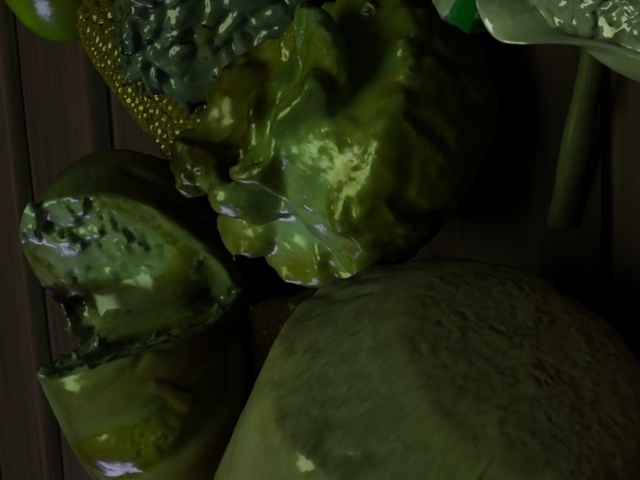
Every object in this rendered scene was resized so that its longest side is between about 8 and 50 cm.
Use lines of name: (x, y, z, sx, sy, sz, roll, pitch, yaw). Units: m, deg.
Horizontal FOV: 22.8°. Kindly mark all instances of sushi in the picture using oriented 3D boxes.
sushi: (-0.074, -0.219, 1.163, 0.184, 0.139, 0.274, -95, 18, -45)

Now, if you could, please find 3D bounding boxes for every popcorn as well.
popcorn: (0.017, -0.070, 1.055, 0.221, 0.183, 0.204, -35, 29, 47)

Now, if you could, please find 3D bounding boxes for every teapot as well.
teapot: (0.192, -0.145, 0.803, 0.226, 0.092, 0.145, -5, 124, 40)

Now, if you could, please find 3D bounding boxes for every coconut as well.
coconut: (0.075, 0.180, 0.979, 0.329, 0.329, 0.329, 32, 129, 51)

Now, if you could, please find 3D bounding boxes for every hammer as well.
hammer: (0.162, -0.083, 0.950, 0.013, 0.062, 0.199, -98, 8, -47)

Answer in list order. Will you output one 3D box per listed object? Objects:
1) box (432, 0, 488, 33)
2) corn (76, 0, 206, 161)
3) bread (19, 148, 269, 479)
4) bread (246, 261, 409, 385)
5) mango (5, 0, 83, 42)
box: (0.090, -0.266, 0.931, 0.250, 0.103, 0.180, 61, 147, 24)
corn: (-0.136, -0.144, 1.383, 0.293, 0.106, 0.106, 43, 137, 45)
bread: (-0.124, 0.076, 1.328, 0.333, 0.160, 0.333, -20, -90, -79)
bread: (0.052, 0.229, 1.200, 0.165, 0.113, 0.416, -12, 91, 58)
mango: (-0.263, -0.323, 1.479, 0.175, 0.143, 0.293, -73, -23, -64)
